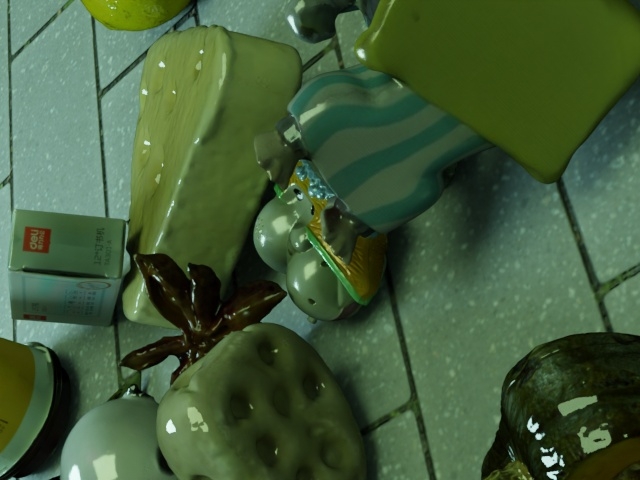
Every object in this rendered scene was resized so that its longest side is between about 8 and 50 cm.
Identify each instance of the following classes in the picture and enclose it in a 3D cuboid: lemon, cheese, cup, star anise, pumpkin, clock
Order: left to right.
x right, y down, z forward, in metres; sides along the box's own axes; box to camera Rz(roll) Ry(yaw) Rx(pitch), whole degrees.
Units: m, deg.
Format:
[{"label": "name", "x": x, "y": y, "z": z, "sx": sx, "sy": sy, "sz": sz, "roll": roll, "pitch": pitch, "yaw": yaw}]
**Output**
[{"label": "cup", "x": -0.473, "y": 0.189, "z": 1.697, "sx": 0.196, "sy": 0.279, "sz": 0.196, "roll": -31, "pitch": 44, "yaw": 35}, {"label": "lemon", "x": -0.259, "y": -0.378, "z": 1.838, "sx": 0.206, "sy": 0.173, "sz": 0.174, "roll": -14, "pitch": 59, "yaw": 61}, {"label": "cheese", "x": -0.150, "y": -0.122, "z": 1.576, "sx": 0.384, "sy": 0.104, "sz": 0.384, "roll": -169, "pitch": 90, "yaw": -69}, {"label": "star anise", "x": -0.111, "y": 0.104, "z": 1.415, "sx": 0.196, "sy": 0.111, "sz": 0.213, "roll": -11, "pitch": 92, "yaw": 17}, {"label": "cheese", "x": -0.062, "y": 0.193, "z": 1.287, "sx": 0.117, "sy": 0.218, "sz": 0.235, "roll": -37, "pitch": 40, "yaw": 35}, {"label": "clock", "x": 0.000, "y": 0.000, "z": 1.409, "sx": 0.144, "sy": 0.103, "sz": 0.231, "roll": -65, "pitch": 34, "yaw": 21}, {"label": "pumpkin", "x": 0.197, "y": 0.168, "z": 1.087, "sx": 0.248, "sy": 0.126, "sz": 0.131, "roll": -42, "pitch": 42, "yaw": 25}]

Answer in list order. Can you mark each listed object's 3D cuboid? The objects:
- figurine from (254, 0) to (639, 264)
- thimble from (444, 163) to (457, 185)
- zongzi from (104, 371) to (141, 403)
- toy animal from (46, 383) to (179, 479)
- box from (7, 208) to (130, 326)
[{"label": "figurine", "x": 0.108, "y": -0.202, "z": 1.311, "sx": 0.361, "sy": 0.266, "sz": 0.378, "roll": -36, "pitch": 22, "yaw": 10}, {"label": "thimble", "x": 0.094, "y": -0.089, "z": 1.365, "sx": 0.110, "sy": 0.084, "sz": 0.062, "roll": -18, "pitch": 60, "yaw": 31}, {"label": "zongzi", "x": -0.263, "y": 0.222, "z": 1.629, "sx": 0.104, "sy": 0.052, "sz": 0.113, "roll": -30, "pitch": 37, "yaw": 42}, {"label": "toy animal", "x": -0.226, "y": 0.288, "z": 1.459, "sx": 0.235, "sy": 0.165, "sz": 0.187, "roll": -54, "pitch": 44, "yaw": 10}, {"label": "box", "x": -0.310, "y": 0.038, "z": 1.611, "sx": 0.269, "sy": 0.135, "sz": 0.079, "roll": 126, "pitch": 148, "yaw": -71}]
